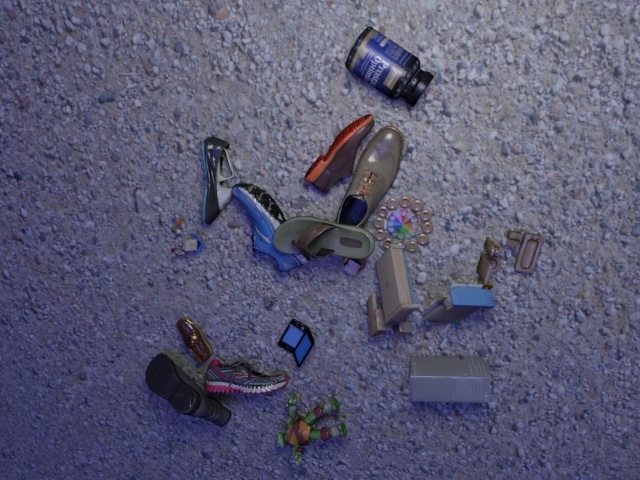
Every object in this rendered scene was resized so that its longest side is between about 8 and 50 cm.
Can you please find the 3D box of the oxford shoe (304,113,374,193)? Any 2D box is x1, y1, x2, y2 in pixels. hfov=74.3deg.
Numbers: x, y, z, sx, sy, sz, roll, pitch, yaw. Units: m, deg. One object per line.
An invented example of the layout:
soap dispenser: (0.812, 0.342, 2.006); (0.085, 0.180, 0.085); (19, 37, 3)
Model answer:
oxford shoe: (0.073, -0.253, 1.242); (0.098, 0.096, 0.271); (38, 117, -18)

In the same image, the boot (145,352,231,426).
boot: (-0.487, 0.557, 1.544); (0.118, 0.338, 0.222); (-50, 137, -12)

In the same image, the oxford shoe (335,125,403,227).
oxford shoe: (0.144, -0.160, 1.223); (0.123, 0.130, 0.347); (23, 109, 4)

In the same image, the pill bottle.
pill bottle: (0.187, -0.460, 1.133); (0.219, 0.123, 0.122); (34, 109, 1)

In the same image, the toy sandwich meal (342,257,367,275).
toy sandwich meal: (0.107, 0.071, 1.349); (0.086, 0.029, 0.085); (3, 106, 10)

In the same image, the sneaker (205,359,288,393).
sneaker: (-0.262, 0.485, 1.500); (0.300, 0.121, 0.111); (1, 76, 3)

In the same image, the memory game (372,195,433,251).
memory game: (0.253, -0.047, 1.296); (0.187, 0.012, 0.186); (3, 106, 11)

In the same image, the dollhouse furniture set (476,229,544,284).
dollhouse furniture set: (0.551, 0.052, 1.207); (0.152, 0.123, 0.143); (11, 108, 8)

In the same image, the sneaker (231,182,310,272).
sneaker: (-0.179, -0.033, 1.325); (0.147, 0.130, 0.329); (-34, 97, 15)

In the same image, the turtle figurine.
turtle figurine: (-0.064, 0.643, 1.449); (0.267, 0.197, 0.274); (-24, 117, 7)

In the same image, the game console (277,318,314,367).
game console: (-0.085, 0.350, 1.445); (0.107, 0.071, 0.122); (30, 109, 1)

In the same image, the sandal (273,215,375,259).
sandal: (0.001, -0.001, 1.201); (0.303, 0.086, 0.120); (4, 111, 19)

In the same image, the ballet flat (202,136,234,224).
ballet flat: (-0.322, -0.183, 1.332); (0.096, 0.095, 0.280); (3, 106, -2)

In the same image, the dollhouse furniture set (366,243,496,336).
dollhouse furniture set: (0.328, 0.162, 1.309); (0.304, 0.197, 0.286); (4, 149, -15)

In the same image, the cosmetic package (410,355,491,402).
cosmetic package: (0.405, 0.440, 1.347); (0.238, 0.127, 0.107); (-1, 106, 9)

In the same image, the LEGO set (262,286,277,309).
LEGO set: (-0.180, 0.201, 1.446); (0.054, 0.023, 0.083); (-25, 100, 17)

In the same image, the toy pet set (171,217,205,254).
toy pet set: (-0.449, -0.007, 1.434); (0.114, 0.065, 0.122); (21, 109, 42)

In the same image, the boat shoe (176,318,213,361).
boat shoe: (-0.459, 0.361, 1.527); (0.064, 0.060, 0.177); (-33, 97, 18)
